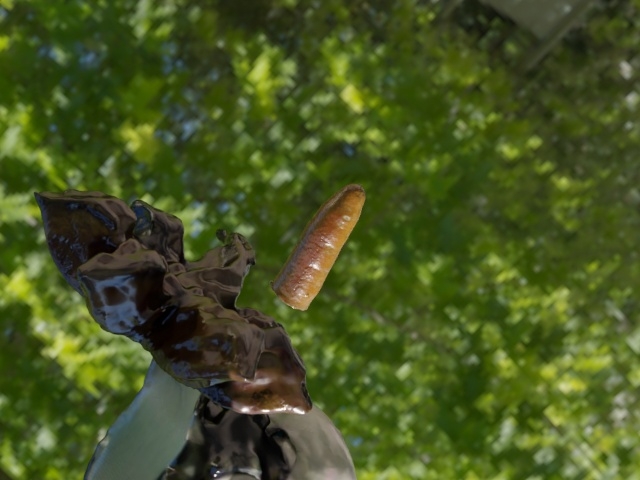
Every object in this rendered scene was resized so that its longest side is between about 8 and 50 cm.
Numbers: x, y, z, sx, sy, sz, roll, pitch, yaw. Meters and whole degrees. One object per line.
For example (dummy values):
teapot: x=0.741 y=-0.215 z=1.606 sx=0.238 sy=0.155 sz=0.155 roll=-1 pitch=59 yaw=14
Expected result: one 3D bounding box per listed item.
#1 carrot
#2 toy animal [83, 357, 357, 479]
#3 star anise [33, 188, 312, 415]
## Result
carrot: x=0.000 y=0.000 z=1.485 sx=0.048 sy=0.139 sz=0.048 roll=27 pitch=-162 yaw=-10
toy animal: x=-0.051 y=0.150 z=0.955 sx=0.179 sy=0.166 sz=0.138 roll=31 pitch=-153 yaw=-39
star anise: x=-0.068 y=0.030 z=0.720 sx=0.168 sy=0.057 sz=0.168 roll=35 pitch=-163 yaw=-12
